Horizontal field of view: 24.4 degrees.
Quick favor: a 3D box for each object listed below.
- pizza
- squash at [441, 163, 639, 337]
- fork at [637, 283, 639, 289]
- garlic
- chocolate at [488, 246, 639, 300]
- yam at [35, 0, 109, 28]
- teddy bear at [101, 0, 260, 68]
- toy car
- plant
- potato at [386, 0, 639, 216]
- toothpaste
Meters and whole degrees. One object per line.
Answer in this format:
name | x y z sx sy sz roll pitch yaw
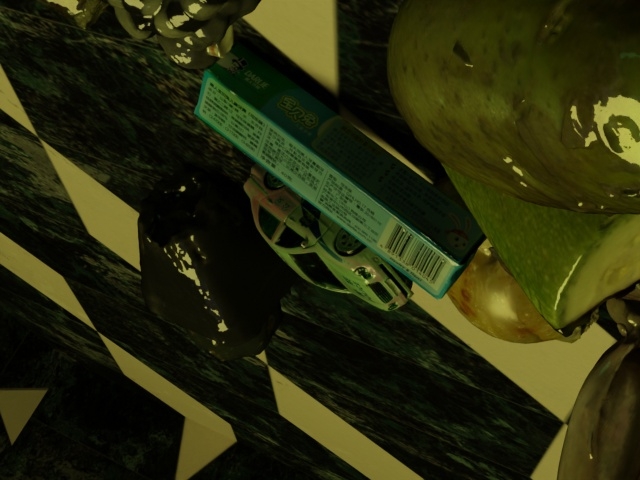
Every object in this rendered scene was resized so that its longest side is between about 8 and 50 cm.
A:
pizza | 0.146 0.028 1.286 0.188 0.080 0.204 27 162 17
squash | 0.167 -0.080 1.029 0.093 0.169 0.252 54 -174 -48
fork | 0.169 -0.014 1.098 0.219 0.028 0.034 40 -153 28
garlic | 0.314 0.181 1.177 0.237 0.292 0.210 -6 -175 -21
chocolate | 0.260 0.021 1.085 0.329 0.065 0.102 11 154 47
yam | -0.294 -0.270 1.237 0.274 0.061 0.061 33 164 -3
teddy bear | -0.079 -0.208 0.875 0.171 0.144 0.251 48 159 -6
toy car | 0.000 0.000 1.406 0.224 0.076 0.090 43 175 48
plant | -0.119 0.032 1.685 0.164 0.142 0.256 22 151 29
potato | 0.143 -0.095 0.819 0.176 0.141 0.298 55 164 -24
toothpaste | 0.015 -0.058 1.222 0.267 0.050 0.065 37 150 10
